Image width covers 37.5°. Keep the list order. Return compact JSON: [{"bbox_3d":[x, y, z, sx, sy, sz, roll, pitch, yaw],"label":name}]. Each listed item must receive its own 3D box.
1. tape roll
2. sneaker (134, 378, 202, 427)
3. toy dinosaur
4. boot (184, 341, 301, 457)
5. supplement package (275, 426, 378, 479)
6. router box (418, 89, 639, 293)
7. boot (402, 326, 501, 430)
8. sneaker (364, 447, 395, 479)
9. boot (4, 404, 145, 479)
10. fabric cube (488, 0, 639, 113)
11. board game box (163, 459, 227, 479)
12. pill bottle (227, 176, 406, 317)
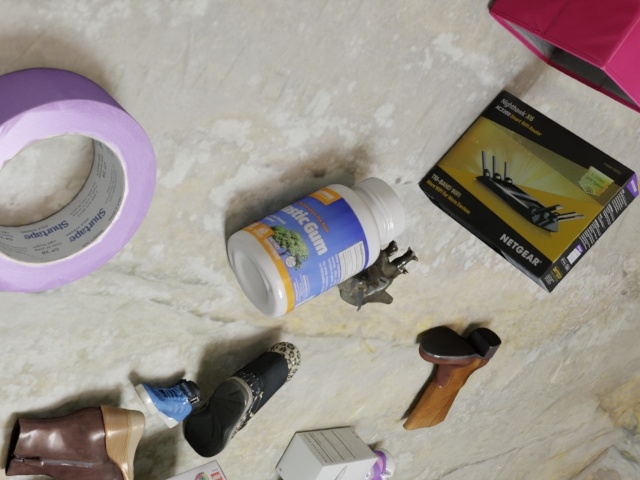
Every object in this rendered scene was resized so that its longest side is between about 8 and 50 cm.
[{"bbox_3d":[-0.345,-0.071,1.172,0.275,0.090,0.274,-26,138,-27],"label":"tape roll"},{"bbox_3d":[-0.250,0.259,1.589,0.085,0.058,0.152,-36,147,-6],"label":"sneaker"},{"bbox_3d":[0.086,0.061,1.722,0.160,0.121,0.313,-32,170,-11],"label":"toy dinosaur"},{"bbox_3d":[-0.138,0.288,1.704,0.179,0.085,0.236,-33,165,-46],"label":"boot"},{"bbox_3d":[0.014,0.476,2.015,0.179,0.105,0.105,5,121,-47],"label":"supplement package"},{"bbox_3d":[0.367,-0.093,1.679,0.243,0.309,0.081,-49,145,0],"label":"router box"},{"bbox_3d":[0.260,0.323,2.166,0.264,0.096,0.280,-6,135,-51],"label":"boot"},{"bbox_3d":[0.071,0.580,2.187,0.105,0.095,0.236,23,101,-45],"label":"sneaker"},{"bbox_3d":[-0.408,0.361,1.534,0.207,0.090,0.248,0,128,-28],"label":"boot"},{"bbox_3d":[0.490,-0.399,1.570,0.254,0.259,0.258,19,106,-50],"label":"fabric cube"},{"bbox_3d":[-0.324,0.489,1.618,0.305,0.053,0.193,-15,151,-36],"label":"board game box"},{"bbox_3d":[0.000,0.000,1.528,0.272,0.152,0.152,-29,140,-24],"label":"pill bottle"}]
